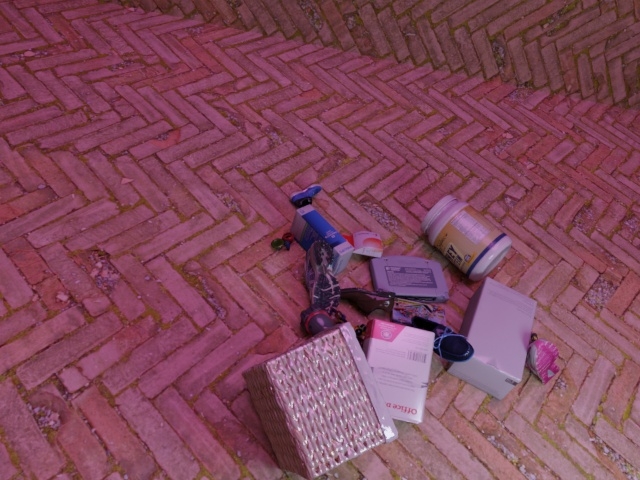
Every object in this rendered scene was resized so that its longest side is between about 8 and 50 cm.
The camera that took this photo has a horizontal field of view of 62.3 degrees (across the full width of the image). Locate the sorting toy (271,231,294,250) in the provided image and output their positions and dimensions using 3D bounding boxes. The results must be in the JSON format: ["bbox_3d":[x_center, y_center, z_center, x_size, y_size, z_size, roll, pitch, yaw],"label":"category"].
[{"bbox_3d":[-0.139,0.012,2.036,0.102,0.042,0.061,-35,50,-24],"label":"sorting toy"}]

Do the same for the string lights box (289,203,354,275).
[{"bbox_3d":[0.000,0.000,2.017,0.076,0.133,0.260,-27,62,-37],"label":"string lights box"}]

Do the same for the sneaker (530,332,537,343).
[{"bbox_3d":[0.808,0.379,1.993,0.031,0.035,0.083,25,47,5],"label":"sneaker"}]

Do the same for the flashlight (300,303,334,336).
[{"bbox_3d":[0.034,0.312,1.688,0.103,0.103,0.304,-4,22,-24],"label":"flashlight"}]

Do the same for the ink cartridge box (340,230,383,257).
[{"bbox_3d":[0.151,0.002,2.093,0.179,0.045,0.145,13,27,-6],"label":"ink cartridge box"}]

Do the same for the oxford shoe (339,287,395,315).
[{"bbox_3d":[0.152,0.220,1.905,0.227,0.083,0.096,6,81,9],"label":"oxford shoe"}]

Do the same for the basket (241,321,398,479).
[{"bbox_3d":[-0.015,0.441,1.450,0.266,0.328,0.331,-21,80,-24],"label":"basket"}]

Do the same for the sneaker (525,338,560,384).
[{"bbox_3d":[0.753,0.406,1.846,0.103,0.252,0.111,-39,47,-9],"label":"sneaker"}]

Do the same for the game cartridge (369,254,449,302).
[{"bbox_3d":[0.339,0.146,2.048,0.294,0.060,0.196,4,52,-13],"label":"game cartridge"}]

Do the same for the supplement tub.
[{"bbox_3d":[0.583,-0.015,2.142,0.228,0.228,0.316,-29,62,-35],"label":"supplement tub"}]

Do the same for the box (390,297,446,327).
[{"bbox_3d":[0.358,0.282,1.943,0.206,0.036,0.114,12,48,-7],"label":"box"}]

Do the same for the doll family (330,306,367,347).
[{"bbox_3d":[0.103,0.295,1.790,0.193,0.111,0.076,29,90,13],"label":"doll family"}]

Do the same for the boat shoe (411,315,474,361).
[{"bbox_3d":[0.390,0.328,1.766,0.109,0.089,0.258,-48,34,-20],"label":"boat shoe"}]

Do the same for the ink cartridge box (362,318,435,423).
[{"bbox_3d":[0.227,0.411,1.668,0.207,0.117,0.283,14,72,-4],"label":"ink cartridge box"}]

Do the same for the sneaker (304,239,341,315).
[{"bbox_3d":[-0.003,0.148,1.914,0.110,0.122,0.283,8,69,-27],"label":"sneaker"}]

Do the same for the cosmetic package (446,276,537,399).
[{"bbox_3d":[0.618,0.340,1.893,0.217,0.156,0.385,28,49,9],"label":"cosmetic package"}]

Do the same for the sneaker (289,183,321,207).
[{"bbox_3d":[-0.045,-0.180,2.212,0.152,0.058,0.084,-22,53,-26],"label":"sneaker"}]
